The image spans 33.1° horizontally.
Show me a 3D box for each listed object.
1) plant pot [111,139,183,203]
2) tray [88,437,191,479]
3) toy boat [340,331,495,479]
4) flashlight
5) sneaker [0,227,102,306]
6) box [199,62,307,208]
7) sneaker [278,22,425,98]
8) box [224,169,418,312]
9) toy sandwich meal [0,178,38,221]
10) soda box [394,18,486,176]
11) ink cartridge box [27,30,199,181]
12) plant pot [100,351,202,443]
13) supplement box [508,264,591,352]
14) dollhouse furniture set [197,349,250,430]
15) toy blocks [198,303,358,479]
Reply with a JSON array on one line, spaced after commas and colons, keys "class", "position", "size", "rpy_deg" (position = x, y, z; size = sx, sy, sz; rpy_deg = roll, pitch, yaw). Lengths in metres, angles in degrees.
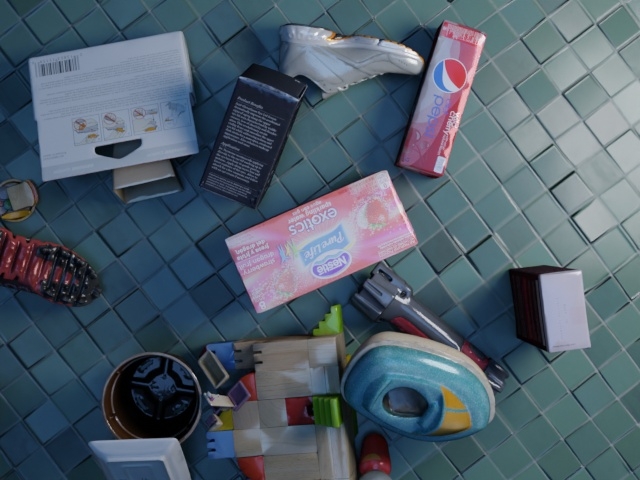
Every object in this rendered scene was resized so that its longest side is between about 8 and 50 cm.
[{"class": "plant pot", "position": [-0.307, -0.132, 1.874], "size": [0.109, 0.109, 0.096], "rpy_deg": [-13, 78, -1]}, {"class": "tray", "position": [-0.297, 0.393, 1.810], "size": [0.145, 0.270, 0.030], "rpy_deg": [-1, 60, -1]}, {"class": "toy boat", "position": [0.143, 0.308, 1.803], "size": [0.267, 0.148, 0.318], "rpy_deg": [19, 123, -10]}, {"class": "flashlight", "position": [0.186, 0.177, 1.897], "size": [0.304, 0.103, 0.103], "rpy_deg": [38, 65, 2]}, {"class": "sneaker", "position": [-0.518, 0.042, 1.873], "size": [0.276, 0.135, 0.098], "rpy_deg": [22, 78, -25]}, {"class": "box", "position": [-0.111, -0.179, 1.823], "size": [0.108, 0.153, 0.207], "rpy_deg": [22, 107, -1]}, {"class": "sneaker", "position": [0.050, -0.302, 1.888], "size": [0.262, 0.099, 0.121], "rpy_deg": [10, 98, 6]}, {"class": "box", "position": [0.000, 0.000, 1.855], "size": [0.300, 0.154, 0.142], "rpy_deg": [-24, 92, -2]}, {"class": "toy sandwich meal", "position": [-0.540, -0.071, 1.900], "size": [0.085, 0.029, 0.086], "rpy_deg": [0, 91, -2]}, {"class": "soda box", "position": [0.209, -0.244, 1.885], "size": [0.083, 0.092, 0.263], "rpy_deg": [18, 91, -1]}, {"class": "ink cartridge box", "position": [-0.351, -0.224, 1.849], "size": [0.275, 0.060, 0.239], "rpy_deg": [-10, 72, -1]}, {"class": "plant pot", "position": [-0.279, 0.263, 1.847], "size": [0.167, 0.165, 0.167], "rpy_deg": [0, 92, -1]}, {"class": "supplement box", "position": [0.384, 0.112, 1.824], "size": [0.073, 0.239, 0.130], "rpy_deg": [-7, 92, -3]}, {"class": "dollhouse furniture set", "position": [-0.196, 0.246, 1.804], "size": [0.091, 0.081, 0.114], "rpy_deg": [-47, 59, 15]}, {"class": "toy blocks", "position": [-0.079, 0.315, 1.866], "size": [0.260, 0.191, 0.381], "rpy_deg": [-6, 91, 10]}]
